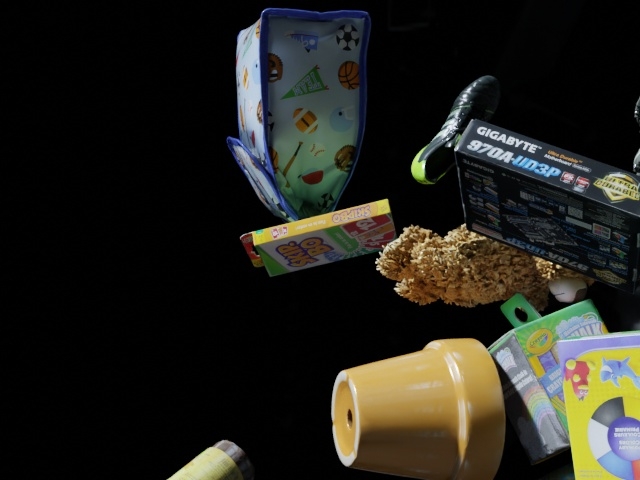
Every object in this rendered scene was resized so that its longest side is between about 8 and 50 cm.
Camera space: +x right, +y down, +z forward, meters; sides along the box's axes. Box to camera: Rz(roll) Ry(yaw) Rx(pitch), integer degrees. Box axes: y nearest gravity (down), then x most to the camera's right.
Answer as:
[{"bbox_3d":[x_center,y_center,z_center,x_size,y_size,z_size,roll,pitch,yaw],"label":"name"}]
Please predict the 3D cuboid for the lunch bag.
[{"bbox_3d":[-0.050,-0.219,1.918,0.239,0.385,0.328,-1,6,-11],"label":"lunch bag"}]

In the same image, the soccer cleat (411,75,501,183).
[{"bbox_3d":[0.195,-0.148,1.417,0.060,0.179,0.072,36,4,-18],"label":"soccer cleat"}]

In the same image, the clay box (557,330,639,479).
[{"bbox_3d":[0.314,0.201,1.008,0.127,0.222,0.053,-10,-5,34],"label":"clay box"}]

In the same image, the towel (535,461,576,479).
[{"bbox_3d":[0.453,0.351,1.306,0.271,0.040,0.370,42,-42,-4],"label":"towel"}]

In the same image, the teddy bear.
[{"bbox_3d":[0.246,0.043,1.447,0.338,0.113,0.245,2,-32,11],"label":"teddy bear"}]

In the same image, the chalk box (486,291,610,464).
[{"bbox_3d":[0.313,0.169,1.379,0.132,0.213,0.132,-18,-17,-20],"label":"chalk box"}]

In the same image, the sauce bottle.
[{"bbox_3d":[-0.276,0.505,1.915,0.344,0.111,0.111,-31,-3,-39],"label":"sauce bottle"}]

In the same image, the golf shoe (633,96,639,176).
[{"bbox_3d":[0.434,-0.163,1.232,0.105,0.120,0.273,15,-25,14],"label":"golf shoe"}]

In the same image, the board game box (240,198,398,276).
[{"bbox_3d":[0.000,0.000,1.768,0.259,0.039,0.124,-11,-30,5],"label":"board game box"}]

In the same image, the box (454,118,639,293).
[{"bbox_3d":[0.264,-0.036,1.160,0.220,0.051,0.175,23,-23,25],"label":"box"}]

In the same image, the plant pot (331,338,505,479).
[{"bbox_3d":[0.121,0.236,1.389,0.188,0.205,0.205,1,-26,-15],"label":"plant pot"}]
